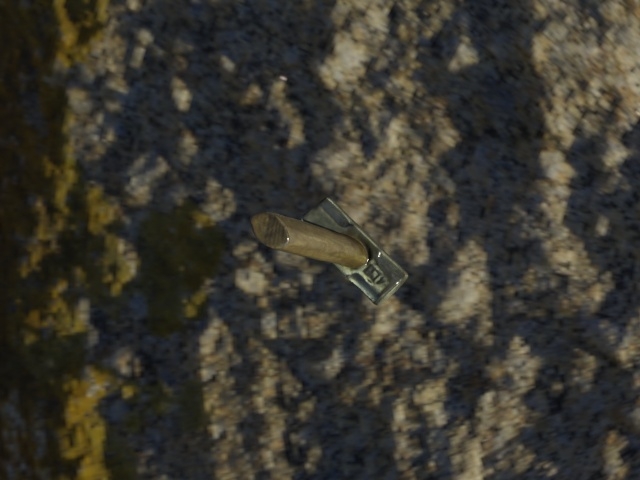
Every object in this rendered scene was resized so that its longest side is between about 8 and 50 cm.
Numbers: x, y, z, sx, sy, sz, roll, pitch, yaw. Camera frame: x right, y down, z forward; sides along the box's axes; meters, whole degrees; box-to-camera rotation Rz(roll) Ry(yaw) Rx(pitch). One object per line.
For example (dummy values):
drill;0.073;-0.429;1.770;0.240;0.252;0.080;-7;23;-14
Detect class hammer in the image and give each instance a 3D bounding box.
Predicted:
hammer;0.000;0.000;1.214;0.043;0.365;0.111;-45;80;6
